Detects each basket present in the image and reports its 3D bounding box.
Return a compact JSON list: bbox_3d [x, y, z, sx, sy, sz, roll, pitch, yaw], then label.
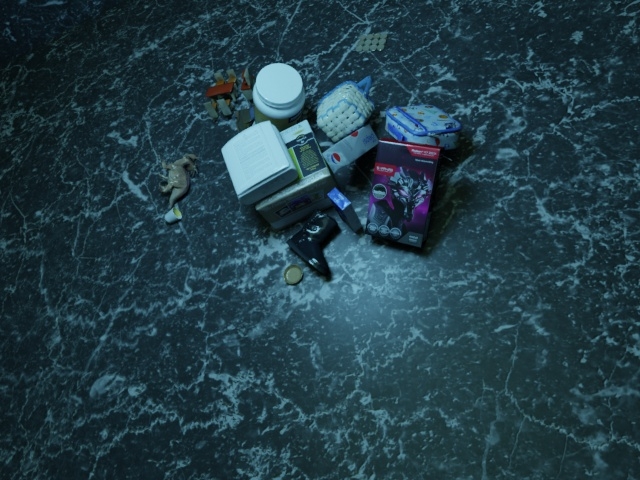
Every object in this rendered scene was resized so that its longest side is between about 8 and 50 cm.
[{"bbox_3d":[0.108,-0.585,1.889,0.254,0.201,0.289,-26,38,40],"label":"basket"}]

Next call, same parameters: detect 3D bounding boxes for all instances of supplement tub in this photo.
[{"bbox_3d":[-0.186,-0.608,1.910,0.228,0.316,0.228,2,75,-6],"label":"supplement tub"}]

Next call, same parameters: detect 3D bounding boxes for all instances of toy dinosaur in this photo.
[{"bbox_3d":[-0.684,-0.307,2.085,0.200,0.127,0.296,0,80,-20],"label":"toy dinosaur"}]

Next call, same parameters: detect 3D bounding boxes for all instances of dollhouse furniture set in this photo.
[{"bbox_3d":[-0.466,-0.781,2.184,0.259,0.135,0.262,-6,53,16],"label":"dollhouse furniture set"}]

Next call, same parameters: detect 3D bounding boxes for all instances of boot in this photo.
[{"bbox_3d":[0.000,0.000,1.724,0.207,0.094,0.246,-48,55,-2],"label":"boot"},{"bbox_3d":[-0.358,-0.580,2.116,0.106,0.082,0.219,-23,60,10],"label":"boot"}]

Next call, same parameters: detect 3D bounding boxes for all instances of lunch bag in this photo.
[{"bbox_3d":[0.401,-0.450,1.711,0.243,0.115,0.303,-9,36,-16],"label":"lunch bag"}]

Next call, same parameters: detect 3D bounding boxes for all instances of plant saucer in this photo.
[{"bbox_3d":[-0.111,0.139,1.743,0.083,0.015,0.083,-7,64,16],"label":"plant saucer"}]

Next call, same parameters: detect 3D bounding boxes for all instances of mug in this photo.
[{"bbox_3d":[-0.704,-0.115,2.039,0.064,0.078,0.062,-30,93,13],"label":"mug"}]

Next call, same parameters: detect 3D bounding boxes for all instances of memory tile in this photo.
[{"bbox_3d":[0.257,-0.992,2.142,0.148,0.012,0.113,6,68,21],"label":"memory tile"}]

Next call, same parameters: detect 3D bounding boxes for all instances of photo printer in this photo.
[{"bbox_3d":[-0.251,-0.322,1.698,0.256,0.107,0.308,-29,60,6],"label":"photo printer"}]

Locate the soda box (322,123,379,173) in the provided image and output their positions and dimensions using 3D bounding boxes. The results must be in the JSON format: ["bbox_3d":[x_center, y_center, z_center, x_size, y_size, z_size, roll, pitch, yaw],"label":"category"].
[{"bbox_3d":[0.130,-0.382,1.759,0.091,0.098,0.286,-25,11,43],"label":"soda box"}]

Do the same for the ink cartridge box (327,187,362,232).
[{"bbox_3d":[0.099,-0.116,1.681,0.046,0.207,0.097,-40,61,-2],"label":"ink cartridge box"}]

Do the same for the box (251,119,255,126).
[{"bbox_3d":[-0.250,-0.651,2.123,0.063,0.067,0.324,15,73,23],"label":"box"}]

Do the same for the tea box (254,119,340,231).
[{"bbox_3d":[-0.124,-0.272,1.819,0.329,0.220,0.324,-24,60,8],"label":"tea box"}]

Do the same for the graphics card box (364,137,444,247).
[{"bbox_3d":[0.308,-0.179,1.598,0.232,0.094,0.371,15,110,22],"label":"graphics card box"}]

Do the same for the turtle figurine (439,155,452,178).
[{"bbox_3d":[0.394,-0.284,1.681,0.234,0.118,0.175,12,43,5],"label":"turtle figurine"}]
